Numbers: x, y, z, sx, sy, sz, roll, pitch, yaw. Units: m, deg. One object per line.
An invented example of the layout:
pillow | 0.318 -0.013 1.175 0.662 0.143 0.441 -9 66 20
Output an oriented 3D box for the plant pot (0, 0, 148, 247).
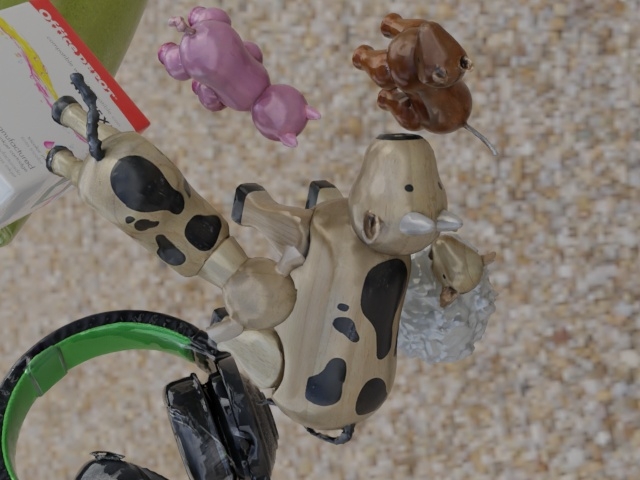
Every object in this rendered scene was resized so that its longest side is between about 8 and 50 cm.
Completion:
plant pot | -0.306 -0.152 1.412 0.275 0.275 0.293 -20 54 53

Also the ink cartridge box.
ink cartridge box | -0.223 -0.098 1.179 0.078 0.231 0.134 -40 89 32

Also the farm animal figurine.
farm animal figurine | 0.000 0.000 1.068 0.172 0.330 0.326 34 137 45

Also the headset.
headset | -0.130 0.200 1.399 0.394 0.243 0.185 35 154 25
